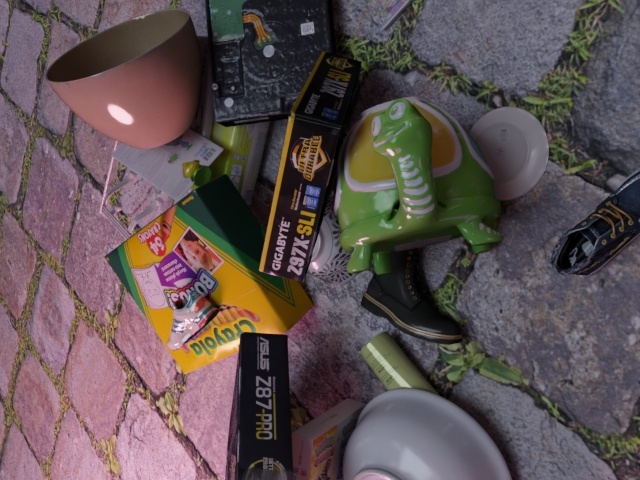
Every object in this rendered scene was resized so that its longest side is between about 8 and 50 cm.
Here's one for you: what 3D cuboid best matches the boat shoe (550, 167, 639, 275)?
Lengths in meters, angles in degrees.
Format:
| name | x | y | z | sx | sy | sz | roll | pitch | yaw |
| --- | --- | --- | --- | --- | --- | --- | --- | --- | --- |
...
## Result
| name | x | y | z | sx | sy | sz | roll | pitch | yaw |
| --- | --- | --- | --- | --- | --- | --- | --- | --- | --- |
| boat shoe | 0.378 | -0.022 | 0.848 | 0.065 | 0.083 | 0.183 | 49 | 122 | 30 |

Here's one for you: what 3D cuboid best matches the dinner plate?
| name | x | y | z | sx | sy | sz | roll | pitch | yaw |
| --- | --- | --- | --- | --- | --- | --- | --- | --- | --- |
| dinner plate | 0.274 | -0.131 | 0.988 | 0.141 | 0.017 | 0.141 | 1 | 91 | 42 |

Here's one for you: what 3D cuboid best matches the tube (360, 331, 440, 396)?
| name | x | y | z | sx | sy | sz | roll | pitch | yaw |
| --- | --- | --- | --- | --- | --- | --- | --- | --- | --- |
| tube | 0.160 | 0.261 | 1.087 | 0.240 | 0.062 | 0.070 | 52 | 168 | 21 |

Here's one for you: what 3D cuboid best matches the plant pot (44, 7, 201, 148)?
| name | x | y | z | sx | sy | sz | roll | pitch | yaw |
| --- | --- | --- | --- | --- | --- | --- | --- | --- | --- |
| plant pot | -0.340 | -0.289 | 1.246 | 0.284 | 0.284 | 0.191 | 17 | 141 | 42 |

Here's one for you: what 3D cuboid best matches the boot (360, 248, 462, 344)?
| name | x | y | z | sx | sy | sz | roll | pitch | yaw |
| --- | --- | --- | --- | --- | --- | --- | --- | --- | --- |
| boot | 0.156 | 0.077 | 1.073 | 0.198 | 0.077 | 0.137 | 23 | 102 | 39 |

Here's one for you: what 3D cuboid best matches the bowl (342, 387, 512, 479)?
| name | x | y | z | sx | sy | sz | roll | pitch | yaw |
| --- | --- | --- | --- | --- | --- | --- | --- | --- | --- |
| bowl | 0.138 | 0.395 | 1.024 | 0.298 | 0.134 | 0.297 | 14 | 112 | 37 |

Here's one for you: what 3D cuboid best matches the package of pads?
| name | x | y | z | sx | sy | sz | roll | pitch | yaw |
| --- | --- | --- | --- | --- | --- | --- | --- | --- | --- |
| package of pads | -0.239 | -0.226 | 1.409 | 0.296 | 0.101 | 0.229 | 29 | 112 | 38 |

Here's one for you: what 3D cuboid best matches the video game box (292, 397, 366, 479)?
| name | x | y | z | sx | sy | sz | roll | pitch | yaw |
| --- | --- | --- | --- | --- | --- | --- | --- | --- | --- |
| video game box | 0.012 | 0.391 | 1.130 | 0.048 | 0.205 | 0.187 | 6 | 97 | 28 |

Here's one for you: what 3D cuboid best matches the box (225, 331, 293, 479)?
| name | x | y | z | sx | sy | sz | roll | pitch | yaw |
| --- | --- | --- | --- | --- | --- | --- | --- | --- | --- |
| box | -0.118 | 0.404 | 1.146 | 0.318 | 0.097 | 0.394 | -93 | 11 | -48 |

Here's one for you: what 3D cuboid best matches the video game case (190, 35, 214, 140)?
| name | x | y | z | sx | sy | sz | roll | pitch | yaw |
| --- | --- | --- | --- | --- | --- | --- | --- | --- | --- |
| video game case | -0.277 | -0.319 | 1.352 | 0.183 | 0.023 | 0.201 | 19 | 107 | 41 |

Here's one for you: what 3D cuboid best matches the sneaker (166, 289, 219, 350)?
| name | x | y | z | sx | sy | sz | roll | pitch | yaw |
| --- | --- | --- | --- | --- | --- | --- | --- | --- | --- |
| sneaker | -0.268 | 0.155 | 1.299 | 0.075 | 0.057 | 0.161 | 49 | 127 | 1 |

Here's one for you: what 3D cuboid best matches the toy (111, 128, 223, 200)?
| name | x | y | z | sx | sy | sz | roll | pitch | yaw |
| --- | --- | --- | --- | --- | --- | --- | --- | --- | --- |
| toy | -0.305 | -0.168 | 1.330 | 0.237 | 0.056 | 0.137 | 31 | 77 | 36 |

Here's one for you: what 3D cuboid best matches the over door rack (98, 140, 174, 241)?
| name | x | y | z | sx | sy | sz | roll | pitch | yaw |
| --- | --- | --- | --- | --- | --- | --- | --- | --- | --- |
| over door rack | -0.408 | -0.104 | 1.523 | 0.239 | 0.108 | 0.324 | 43 | 141 | 20 |

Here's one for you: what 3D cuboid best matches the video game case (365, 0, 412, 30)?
| name | x | y | z | sx | sy | sz | roll | pitch | yaw |
| --- | --- | --- | --- | --- | --- | --- | --- | --- | --- |
| video game case | 0.111 | -0.437 | 1.129 | 0.087 | 0.011 | 0.122 | -42 | 64 | 37 |

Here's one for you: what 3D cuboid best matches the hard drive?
| name | x | y | z | sx | sy | sz | roll | pitch | yaw |
| --- | --- | --- | --- | --- | --- | --- | --- | --- | --- |
| hard drive | -0.092 | -0.394 | 1.218 | 0.237 | 0.064 | 0.338 | -6 | 88 | 13 |

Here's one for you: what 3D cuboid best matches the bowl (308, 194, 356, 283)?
| name | x | y | z | sx | sy | sz | roll | pitch | yaw |
| --- | --- | --- | --- | --- | --- | --- | --- | --- | --- |
| bowl | 0.000 | 0.000 | 1.208 | 0.170 | 0.080 | 0.170 | 3 | 94 | 42 |

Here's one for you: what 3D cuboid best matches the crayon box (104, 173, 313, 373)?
| name | x | y | z | sx | sy | sz | roll | pitch | yaw |
| --- | --- | --- | --- | --- | --- | --- | --- | --- | --- |
| crayon box | -0.240 | 0.083 | 1.345 | 0.363 | 0.106 | 0.313 | -28 | 97 | 41 |

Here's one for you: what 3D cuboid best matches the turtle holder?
| name | x | y | z | sx | sy | sz | roll | pitch | yaw |
| --- | --- | --- | --- | --- | --- | --- | --- | --- | --- |
| turtle holder | 0.113 | -0.080 | 0.933 | 0.243 | 0.320 | 0.227 | -17 | 80 | 36 |

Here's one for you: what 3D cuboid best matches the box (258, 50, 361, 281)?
| name | x | y | z | sx | sy | sz | roll | pitch | yaw |
| --- | --- | --- | --- | --- | --- | --- | --- | --- | --- |
| box | -0.010 | -0.130 | 1.040 | 0.079 | 0.322 | 0.257 | 16 | 122 | 0 |
